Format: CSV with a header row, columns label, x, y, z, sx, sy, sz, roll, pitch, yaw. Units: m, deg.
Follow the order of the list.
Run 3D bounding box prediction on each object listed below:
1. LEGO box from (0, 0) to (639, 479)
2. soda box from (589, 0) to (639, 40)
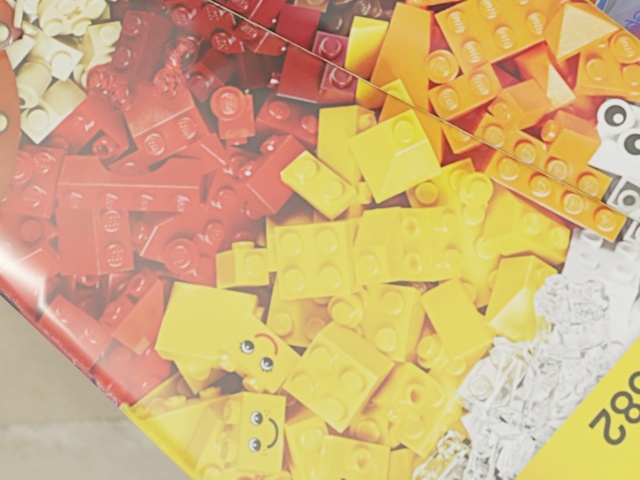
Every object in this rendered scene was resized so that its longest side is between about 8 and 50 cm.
label,x,y,z,sx,sy,sz,roll,pitch,yaw
LEGO box,0.063,0.073,0.610,0.372,0.193,0.500,42,173,12
soda box,0.355,-0.290,1.397,0.083,0.092,0.263,10,143,-15
